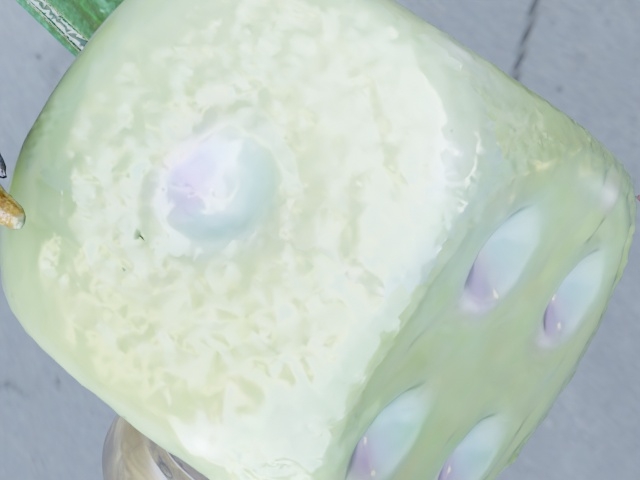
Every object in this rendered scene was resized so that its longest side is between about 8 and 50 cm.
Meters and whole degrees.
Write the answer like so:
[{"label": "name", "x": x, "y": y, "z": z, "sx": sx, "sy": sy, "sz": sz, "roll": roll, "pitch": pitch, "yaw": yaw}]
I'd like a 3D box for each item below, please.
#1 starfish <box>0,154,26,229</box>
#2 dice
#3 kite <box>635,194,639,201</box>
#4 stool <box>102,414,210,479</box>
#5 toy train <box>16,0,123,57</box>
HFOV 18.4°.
[{"label": "starfish", "x": -0.239, "y": -0.072, "z": 0.964, "sx": 0.176, "sy": 0.053, "sz": 0.208, "roll": -15, "pitch": 78, "yaw": -10}, {"label": "dice", "x": 0.000, "y": 0.000, "z": 1.060, "sx": 0.252, "sy": 0.254, "sz": 0.250, "roll": -55, "pitch": 153, "yaw": 2}, {"label": "kite", "x": 0.180, "y": 0.042, "z": 0.654, "sx": 0.189, "sy": 0.232, "sz": 0.009, "roll": 40, "pitch": 86, "yaw": 7}, {"label": "stool", "x": -0.102, "y": 0.188, "z": 1.896, "sx": 0.179, "sy": 0.264, "sz": 0.179, "roll": 5, "pitch": 70, "yaw": -14}, {"label": "toy train", "x": -0.125, "y": -0.230, "z": 1.569, "sx": 0.145, "sy": 0.266, "sz": 0.202, "roll": -31, "pitch": 159, "yaw": -46}]
